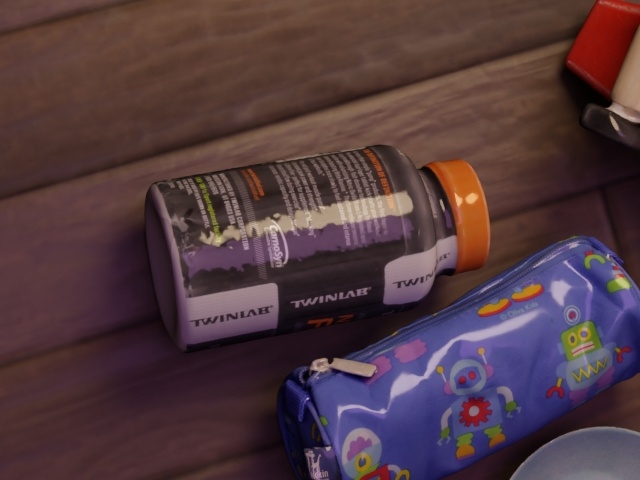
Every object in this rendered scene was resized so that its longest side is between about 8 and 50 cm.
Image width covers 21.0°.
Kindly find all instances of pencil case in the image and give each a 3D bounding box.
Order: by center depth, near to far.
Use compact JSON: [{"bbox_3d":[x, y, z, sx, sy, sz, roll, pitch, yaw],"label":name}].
[{"bbox_3d":[0.109,0.099,1.316,0.306,0.119,0.133,-25,123,-15],"label":"pencil case"}]

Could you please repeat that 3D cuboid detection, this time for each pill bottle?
[{"bbox_3d":[0.000,0.000,1.295,0.245,0.130,0.131,-10,89,-13],"label":"pill bottle"}]

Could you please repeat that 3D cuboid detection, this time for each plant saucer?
[{"bbox_3d":[0.220,0.245,1.378,0.194,0.037,0.195,1,86,-14],"label":"plant saucer"}]

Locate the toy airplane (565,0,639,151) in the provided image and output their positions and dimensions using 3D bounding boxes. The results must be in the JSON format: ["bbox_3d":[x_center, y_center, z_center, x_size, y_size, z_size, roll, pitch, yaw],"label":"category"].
[{"bbox_3d":[0.415,-0.065,1.314,0.386,0.272,0.384,-22,77,25],"label":"toy airplane"}]
